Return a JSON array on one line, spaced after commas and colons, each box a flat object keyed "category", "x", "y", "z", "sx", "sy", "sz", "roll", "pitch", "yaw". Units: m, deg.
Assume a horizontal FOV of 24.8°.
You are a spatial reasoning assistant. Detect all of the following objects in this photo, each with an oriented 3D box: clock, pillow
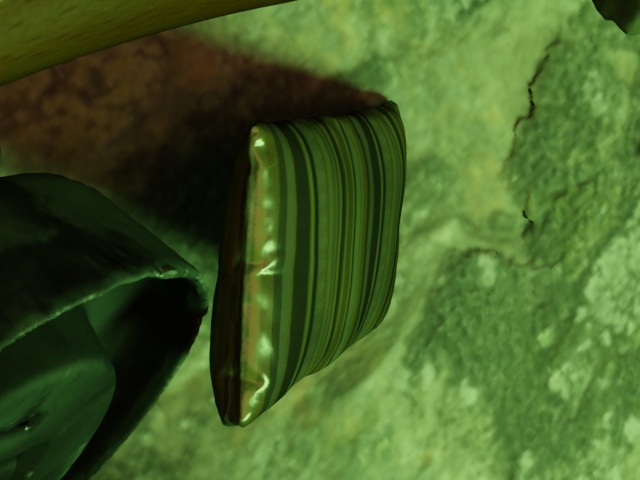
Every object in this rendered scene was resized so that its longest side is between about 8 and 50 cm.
[{"category": "clock", "x": -0.154, "y": 0.090, "z": 0.473, "sx": 0.280, "sy": 0.280, "sz": 0.055, "roll": -42, "pitch": 79, "yaw": -17}, {"category": "pillow", "x": 0.000, "y": 0.000, "z": 0.605, "sx": 0.203, "sy": 0.038, "sz": 0.113, "roll": -21, "pitch": 117, "yaw": -72}]

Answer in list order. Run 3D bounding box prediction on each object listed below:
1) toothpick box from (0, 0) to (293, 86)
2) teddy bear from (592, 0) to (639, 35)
[{"category": "toothpick box", "x": -0.101, "y": -0.119, "z": 0.500, "sx": 0.294, "sy": 0.192, "sz": 0.192, "roll": -30, "pitch": 113, "yaw": -28}, {"category": "teddy bear", "x": 0.141, "y": -0.261, "z": 0.554, "sx": 0.367, "sy": 0.224, "sz": 0.357, "roll": 11, "pitch": 85, "yaw": -56}]
